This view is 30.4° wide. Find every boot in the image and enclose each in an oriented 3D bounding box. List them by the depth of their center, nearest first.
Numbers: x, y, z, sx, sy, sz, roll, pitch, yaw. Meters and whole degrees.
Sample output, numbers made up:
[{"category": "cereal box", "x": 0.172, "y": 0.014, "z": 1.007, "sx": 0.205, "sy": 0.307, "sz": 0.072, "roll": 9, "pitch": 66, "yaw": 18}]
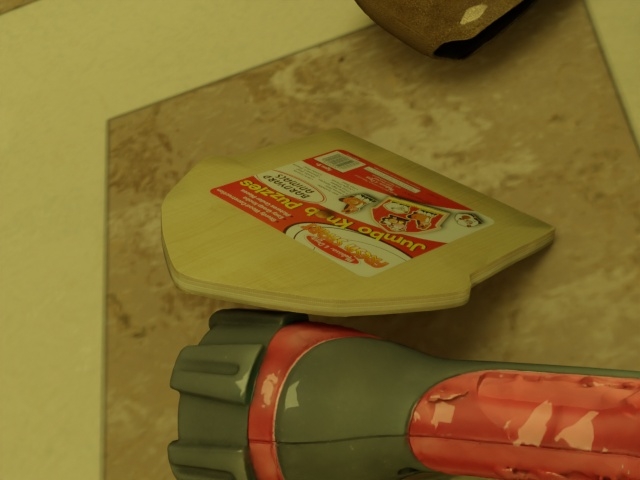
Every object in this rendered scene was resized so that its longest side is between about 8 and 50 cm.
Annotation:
[{"category": "boot", "x": 0.143, "y": -0.230, "z": 0.760, "sx": 0.115, "sy": 0.112, "sz": 0.305, "roll": 44, "pitch": 75, "yaw": 10}]

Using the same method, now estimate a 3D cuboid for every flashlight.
[{"category": "flashlight", "x": 0.082, "y": 0.087, "z": 0.527, "sx": 0.304, "sy": 0.103, "sz": 0.103, "roll": 2, "pitch": 56, "yaw": 27}]

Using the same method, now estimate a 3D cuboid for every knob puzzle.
[{"category": "knob puzzle", "x": 0.000, "y": 0.000, "z": 0.628, "sx": 0.213, "sy": 0.030, "sz": 0.213, "roll": 4, "pitch": 28, "yaw": -2}]
